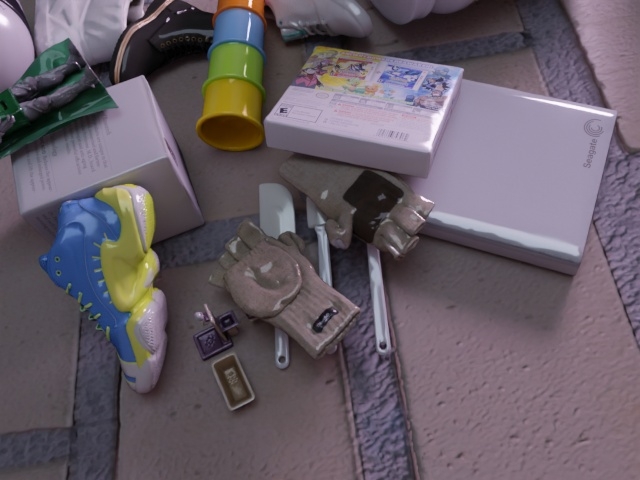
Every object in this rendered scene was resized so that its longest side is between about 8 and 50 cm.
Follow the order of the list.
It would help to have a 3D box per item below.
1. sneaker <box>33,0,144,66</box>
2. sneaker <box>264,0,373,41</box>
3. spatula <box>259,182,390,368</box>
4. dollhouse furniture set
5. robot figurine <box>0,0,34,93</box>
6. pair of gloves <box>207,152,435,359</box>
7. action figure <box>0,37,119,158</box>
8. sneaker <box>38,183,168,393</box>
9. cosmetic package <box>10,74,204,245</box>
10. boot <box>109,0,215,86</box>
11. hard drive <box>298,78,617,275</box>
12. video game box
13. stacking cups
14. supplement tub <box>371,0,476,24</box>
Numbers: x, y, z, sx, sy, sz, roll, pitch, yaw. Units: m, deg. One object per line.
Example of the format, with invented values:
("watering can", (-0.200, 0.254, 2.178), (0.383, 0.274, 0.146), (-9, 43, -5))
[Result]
("sneaker", (-0.368, -0.403, 1.066), (0.169, 0.108, 0.292), (-11, 70, 0))
("sneaker", (-0.017, -0.336, 0.998), (0.212, 0.080, 0.094), (33, 82, 31))
("spatula", (0.008, 0.026, 0.787), (0.168, 0.019, 0.241), (-8, 69, 10))
("dollhouse furniture set", (-0.095, 0.121, 0.740), (0.091, 0.081, 0.114), (-26, 61, -7))
("robot figurine", (-0.523, -0.306, 0.965), (0.174, 0.209, 0.278), (-26, 42, -11))
("pair of gloves", (0.000, 0.000, 0.762), (0.204, 0.042, 0.240), (29, 73, 29))
("action figure", (-0.372, -0.146, 0.772), (0.232, 0.063, 0.137), (-36, 63, -8))
("sneaker", (-0.247, 0.058, 0.750), (0.126, 0.091, 0.240), (-3, 91, -2))
("cosmetic package", (-0.270, -0.083, 0.839), (0.184, 0.151, 0.151), (-22, 59, -5))
("boot", (-0.219, -0.292, 0.997), (0.137, 0.077, 0.197), (18, 66, 11))
("hard drive", (0.177, -0.109, 0.851), (0.353, 0.047, 0.233), (17, 65, 16))
("video game box", (0.058, -0.168, 0.822), (0.205, 0.048, 0.187), (14, 50, 15))
("stacking cups", (-0.118, -0.284, 0.954), (0.096, 0.096, 0.316), (-2, 64, 7))
("supplement tub", (0.220, -0.476, 0.938), (0.331, 0.241, 0.241), (-29, 61, -9))
